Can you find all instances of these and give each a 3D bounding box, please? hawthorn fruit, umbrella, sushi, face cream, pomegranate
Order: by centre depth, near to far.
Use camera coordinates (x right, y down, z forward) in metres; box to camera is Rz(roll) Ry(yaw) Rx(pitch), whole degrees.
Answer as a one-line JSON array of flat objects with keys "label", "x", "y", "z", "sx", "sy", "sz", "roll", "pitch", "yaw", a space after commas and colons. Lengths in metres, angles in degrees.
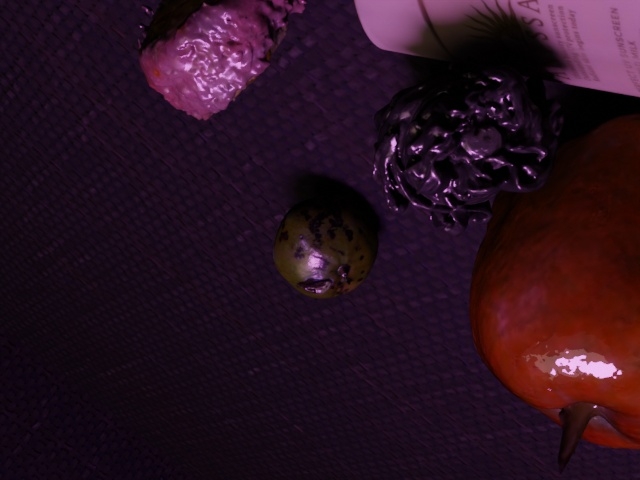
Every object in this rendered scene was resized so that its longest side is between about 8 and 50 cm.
[{"label": "face cream", "x": 0.172, "y": -0.183, "z": 1.029, "sx": 0.348, "sy": 0.081, "sz": 0.173, "roll": 16, "pitch": 157, "yaw": 33}, {"label": "hawthorn fruit", "x": 0.248, "y": 0.052, "z": 1.101, "sx": 0.268, "sy": 0.301, "sz": 0.268, "roll": 21, "pitch": 152, "yaw": 12}, {"label": "umbrella", "x": 0.097, "y": -0.074, "z": 1.126, "sx": 0.128, "sy": 0.154, "sz": 0.336, "roll": 60, "pitch": 168, "yaw": -6}, {"label": "sushi", "x": -0.109, "y": -0.189, "z": 1.259, "sx": 0.107, "sy": 0.161, "sz": 0.241, "roll": 43, "pitch": 152, "yaw": -21}, {"label": "pomegranate", "x": 0.000, "y": 0.000, "z": 1.529, "sx": 0.122, "sy": 0.122, "sz": 0.161, "roll": 48, "pitch": 177, "yaw": -27}]
